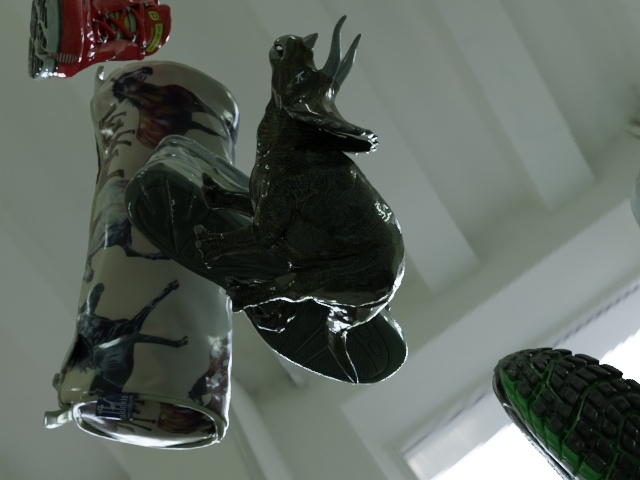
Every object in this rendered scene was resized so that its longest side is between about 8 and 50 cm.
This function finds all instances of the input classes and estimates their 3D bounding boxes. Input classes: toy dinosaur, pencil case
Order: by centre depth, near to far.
[{"bbox_3d":[0.000,0.000,0.896,0.160,0.121,0.314,-18,-69,11],"label":"toy dinosaur"},{"bbox_3d":[-0.182,0.010,1.207,0.183,0.160,0.410,10,-114,-21],"label":"pencil case"}]

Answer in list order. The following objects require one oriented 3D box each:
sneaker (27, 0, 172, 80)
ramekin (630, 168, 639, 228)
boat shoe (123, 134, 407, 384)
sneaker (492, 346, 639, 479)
[{"bbox_3d":[-0.197,-0.207,1.040,0.118,0.279,0.107,10,-71,-5],"label":"sneaker"},{"bbox_3d":[0.275,0.001,0.651,0.207,0.207,0.109,36,-65,-25],"label":"ramekin"},{"bbox_3d":[-0.042,0.018,1.101,0.320,0.103,0.118,36,-55,-10],"label":"boat shoe"},{"bbox_3d":[0.265,0.243,1.011,0.134,0.343,0.146,-18,-28,-42],"label":"sneaker"}]
